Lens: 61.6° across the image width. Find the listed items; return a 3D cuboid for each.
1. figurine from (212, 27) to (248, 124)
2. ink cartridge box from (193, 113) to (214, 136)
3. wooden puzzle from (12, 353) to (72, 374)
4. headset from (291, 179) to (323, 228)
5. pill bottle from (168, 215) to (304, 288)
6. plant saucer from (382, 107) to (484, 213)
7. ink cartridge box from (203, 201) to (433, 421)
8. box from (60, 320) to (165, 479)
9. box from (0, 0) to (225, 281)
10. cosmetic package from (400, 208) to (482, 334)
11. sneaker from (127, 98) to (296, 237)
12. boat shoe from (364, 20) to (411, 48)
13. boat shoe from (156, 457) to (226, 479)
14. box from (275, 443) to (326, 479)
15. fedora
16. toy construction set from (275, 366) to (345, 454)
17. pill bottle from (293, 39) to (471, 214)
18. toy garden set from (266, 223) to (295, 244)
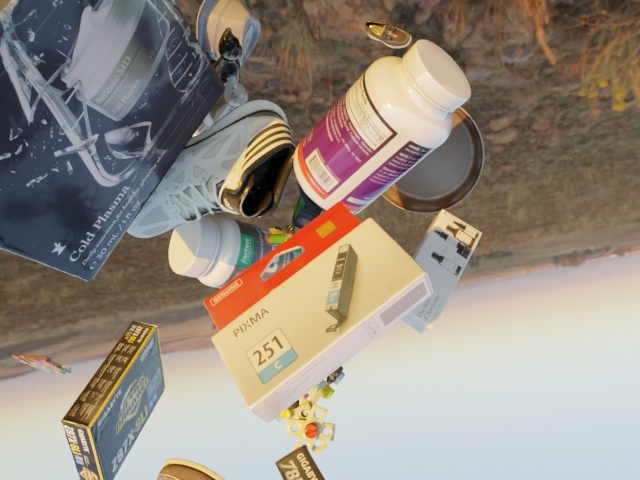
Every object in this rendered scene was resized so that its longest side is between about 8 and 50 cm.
[{"bbox_3d":[-0.236,-0.404,1.395,0.092,0.215,0.209,-5,167,-15],"label":"figurine"},{"bbox_3d":[-0.544,-0.475,1.699,0.385,0.091,0.308,17,151,36],"label":"ink cartridge box"},{"bbox_3d":[-0.374,0.169,0.728,0.083,0.006,0.049,-1,144,21],"label":"wooden puzzle"},{"bbox_3d":[0.045,-0.182,1.390,0.185,0.243,0.394,22,134,-8],"label":"headset"},{"bbox_3d":[-0.237,0.047,1.557,0.361,0.204,0.204,17,155,-41],"label":"pill bottle"},{"bbox_3d":[0.273,-0.226,1.417,0.310,0.311,0.050,-15,-167,27],"label":"plant saucer"},{"bbox_3d":[-0.029,0.073,0.802,0.296,0.261,0.066,-37,138,-5],"label":"ink cartridge box"},{"bbox_3d":[-0.501,0.406,1.345,0.079,0.257,0.322,13,-144,6],"label":"box"},{"bbox_3d":[-0.462,-0.244,0.871,0.297,0.480,0.472,29,171,17],"label":"box"},{"bbox_3d":[0.227,0.060,1.076,0.098,0.239,0.060,31,158,5],"label":"cosmetic package"},{"bbox_3d":[-0.245,-0.110,1.128,0.447,0.257,0.169,-34,127,7],"label":"sneaker"},{"bbox_3d":[0.190,-0.596,1.548,0.152,0.056,0.049,27,-174,31],"label":"boat shoe"},{"bbox_3d":[-0.208,0.564,1.093,0.097,0.324,0.117,-47,162,-54],"label":"boat shoe"},{"bbox_3d":[0.043,0.547,0.909,0.073,0.293,0.295,-26,-145,-17],"label":"box"},{"bbox_3d":[-0.261,-0.627,1.612,0.124,0.244,0.275,27,157,3],"label":"fedora"},{"bbox_3d":[-0.034,0.364,1.252,0.215,0.151,0.327,-47,-175,-9],"label":"toy construction set"},{"bbox_3d":[0.104,-0.195,0.959,0.181,0.182,0.323,-3,153,-43],"label":"pill bottle"},{"bbox_3d":[0.000,0.000,1.254,0.244,0.049,0.203,10,176,-24],"label":"toy garden set"}]
